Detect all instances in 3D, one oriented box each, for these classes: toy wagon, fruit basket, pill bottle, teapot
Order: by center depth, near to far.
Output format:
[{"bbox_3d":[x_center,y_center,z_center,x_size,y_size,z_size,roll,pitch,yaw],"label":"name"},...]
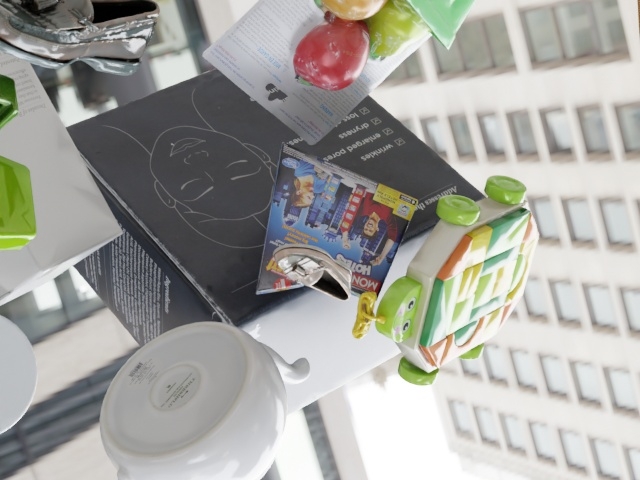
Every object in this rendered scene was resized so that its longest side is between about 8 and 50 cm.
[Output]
[{"bbox_3d":[-0.144,0.244,1.650,0.256,0.187,0.252,-20,-140,11],"label":"teapot"},{"bbox_3d":[0.170,0.066,1.727,0.068,0.267,0.344,27,-150,30],"label":"toy wagon"},{"bbox_3d":[0.038,-0.315,1.798,0.353,0.165,0.327,-38,149,11],"label":"fruit basket"},{"bbox_3d":[-0.596,0.207,2.025,0.224,0.224,0.392,-24,-172,-32],"label":"pill bottle"}]

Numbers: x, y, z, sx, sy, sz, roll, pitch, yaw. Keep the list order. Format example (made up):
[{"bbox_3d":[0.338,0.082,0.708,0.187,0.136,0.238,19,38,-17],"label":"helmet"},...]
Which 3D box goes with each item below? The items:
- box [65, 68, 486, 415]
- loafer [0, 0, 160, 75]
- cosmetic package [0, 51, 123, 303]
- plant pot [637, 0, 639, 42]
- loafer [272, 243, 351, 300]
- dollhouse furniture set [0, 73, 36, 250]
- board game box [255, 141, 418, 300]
[{"bbox_3d":[-0.083,-0.018,2.039,0.480,0.297,0.472,-26,-128,-28],"label":"box"},{"bbox_3d":[-0.257,-0.230,1.340,0.084,0.096,0.267,-53,164,16],"label":"loafer"},{"bbox_3d":[-0.453,-0.114,1.716,0.217,0.385,0.156,-25,-175,44],"label":"cosmetic package"},{"bbox_3d":[0.487,-0.262,1.570,0.203,0.291,0.291,-5,-166,14],"label":"plant pot"},{"bbox_3d":[-0.004,0.036,1.464,0.045,0.039,0.125,-27,150,29],"label":"loafer"},{"bbox_3d":[-0.432,-0.027,1.296,0.151,0.197,0.301,12,145,-42],"label":"dollhouse furniture set"},{"bbox_3d":[0.000,0.000,1.704,0.194,0.194,0.060,24,173,0],"label":"board game box"}]
